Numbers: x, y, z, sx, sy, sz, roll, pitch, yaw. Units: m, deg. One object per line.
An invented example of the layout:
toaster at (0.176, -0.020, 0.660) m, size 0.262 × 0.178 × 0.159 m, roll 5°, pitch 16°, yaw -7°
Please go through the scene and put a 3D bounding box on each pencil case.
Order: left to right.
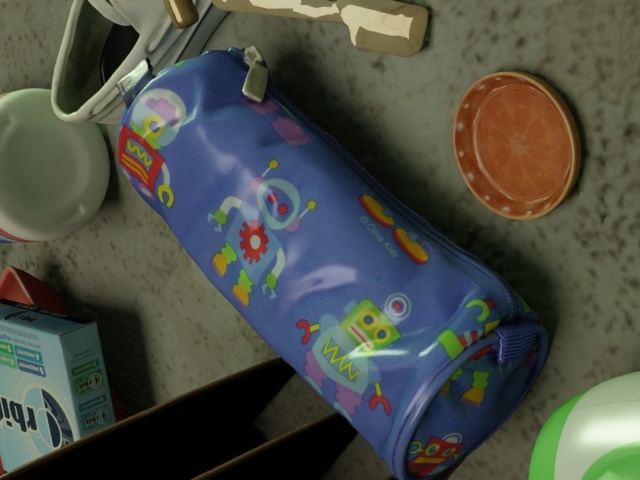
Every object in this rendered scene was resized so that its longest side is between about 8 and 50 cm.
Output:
pencil case at (0.000, 0.000, 0.705) m, size 0.306 × 0.119 × 0.133 m, roll 45°, pitch 125°, yaw 26°

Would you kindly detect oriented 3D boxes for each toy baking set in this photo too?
toy baking set at (-0.039, -0.213, 0.677) m, size 0.196 × 0.030 × 0.256 m, roll -15°, pitch 97°, yaw 26°

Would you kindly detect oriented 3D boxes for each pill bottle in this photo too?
pill bottle at (-0.289, -0.058, 0.992) m, size 0.221 × 0.124 × 0.124 m, roll -2°, pitch 103°, yaw 47°

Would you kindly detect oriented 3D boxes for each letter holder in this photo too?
letter holder at (-0.084, 0.177, 0.727) m, size 0.152 × 0.302 × 0.214 m, roll 52°, pitch 136°, yaw 20°

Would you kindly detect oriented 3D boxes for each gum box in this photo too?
gum box at (-0.238, 0.152, 1.013) m, size 0.157 × 0.041 × 0.184 m, roll 8°, pitch 112°, yaw 45°

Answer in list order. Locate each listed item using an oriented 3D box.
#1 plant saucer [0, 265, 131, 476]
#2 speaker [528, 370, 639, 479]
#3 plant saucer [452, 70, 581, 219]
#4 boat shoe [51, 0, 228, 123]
plant saucer at (-0.254, 0.185, 1.113) m, size 0.259 × 0.047 × 0.258 m, roll 55°, pitch 137°, yaw 15°
speaker at (0.234, 0.106, 0.487) m, size 0.296 × 0.131 × 0.131 m, roll -18°, pitch 92°, yaw 49°
plant saucer at (0.109, -0.053, 0.643) m, size 0.083 × 0.013 × 0.083 m, roll 21°, pitch 119°, yaw 42°
boat shoe at (-0.121, -0.179, 0.788) m, size 0.096 × 0.088 × 0.267 m, roll 56°, pitch 138°, yaw 16°
